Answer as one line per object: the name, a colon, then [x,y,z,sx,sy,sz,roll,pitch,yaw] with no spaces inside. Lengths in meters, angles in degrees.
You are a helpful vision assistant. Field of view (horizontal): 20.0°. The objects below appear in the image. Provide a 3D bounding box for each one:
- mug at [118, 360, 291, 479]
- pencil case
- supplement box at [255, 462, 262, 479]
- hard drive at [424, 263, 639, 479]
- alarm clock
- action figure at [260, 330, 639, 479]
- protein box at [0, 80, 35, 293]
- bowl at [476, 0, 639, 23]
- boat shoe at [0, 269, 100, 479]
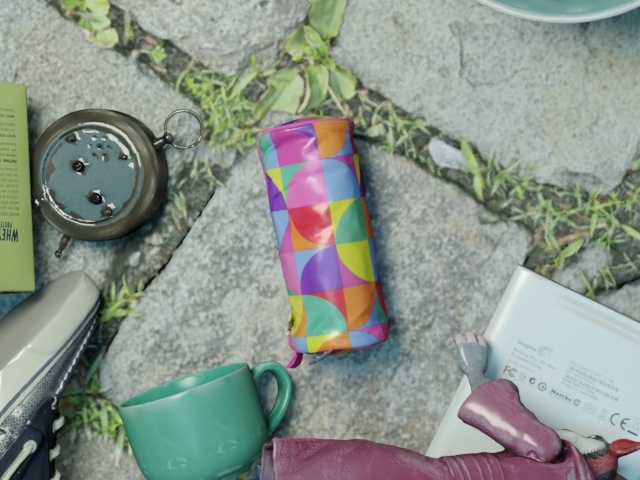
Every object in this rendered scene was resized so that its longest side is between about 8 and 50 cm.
mug: [-0.103,0.178,1.717,0.158,0.129,0.097,-17,93,7]
pencil case: [0.000,0.000,1.716,0.104,0.104,0.236,-8,90,7]
supplement box: [-0.018,0.241,1.732,0.083,0.083,0.056,8,93,7]
hard drive: [0.213,0.204,1.724,0.203,0.040,0.307,26,95,5]
alarm clock: [-0.200,-0.073,1.757,0.192,0.064,0.129,-28,88,4]
action figure: [0.123,0.225,1.574,0.370,0.276,0.248,-14,95,-13]
protein box: [-0.386,-0.047,1.684,0.136,0.200,0.201,-5,86,34]
bowl: [0.223,-0.346,1.641,0.312,0.163,0.311,0,92,8]
boat shoe: [-0.291,0.198,1.726,0.158,0.127,0.340,48,65,-23]
